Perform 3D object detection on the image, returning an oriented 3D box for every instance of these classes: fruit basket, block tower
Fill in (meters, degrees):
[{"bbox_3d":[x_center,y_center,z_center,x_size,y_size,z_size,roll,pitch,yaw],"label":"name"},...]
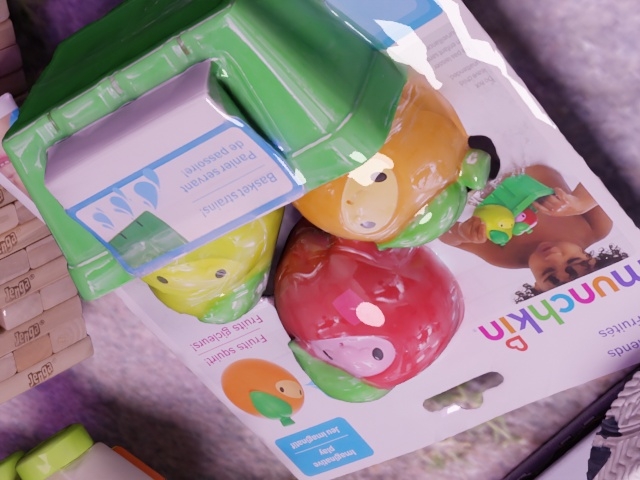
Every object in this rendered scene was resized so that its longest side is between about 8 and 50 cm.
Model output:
[{"bbox_3d":[0.000,0.000,1.028,0.327,0.165,0.353,-25,113,33],"label":"fruit basket"},{"bbox_3d":[-0.237,-0.059,1.109,0.091,0.097,0.335,25,133,43],"label":"block tower"}]

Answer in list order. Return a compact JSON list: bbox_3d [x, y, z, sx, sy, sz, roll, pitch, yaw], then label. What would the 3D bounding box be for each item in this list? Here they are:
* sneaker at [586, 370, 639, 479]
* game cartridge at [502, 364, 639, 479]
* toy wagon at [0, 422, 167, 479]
[{"bbox_3d":[0.275,0.102,0.993,0.153,0.094,0.235,41,91,-17],"label":"sneaker"},{"bbox_3d":[0.213,0.209,1.149,0.198,0.062,0.297,36,128,-9],"label":"game cartridge"},{"bbox_3d":[-0.121,0.251,1.219,0.267,0.068,0.344,57,146,-3],"label":"toy wagon"}]
